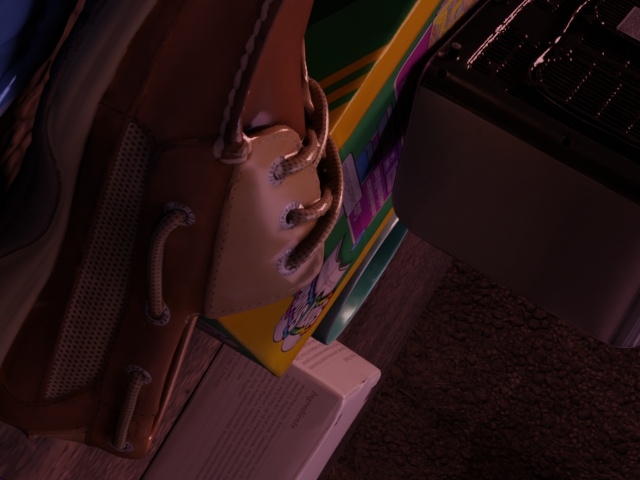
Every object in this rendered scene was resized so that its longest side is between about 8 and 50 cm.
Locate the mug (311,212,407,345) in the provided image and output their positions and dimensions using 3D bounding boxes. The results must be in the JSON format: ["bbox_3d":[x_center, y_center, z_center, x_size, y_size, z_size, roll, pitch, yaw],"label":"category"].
[{"bbox_3d":[-0.004,0.004,1.259,0.129,0.097,0.157,-53,172,-30],"label":"mug"}]

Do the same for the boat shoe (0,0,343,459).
[{"bbox_3d":[-0.048,-0.031,0.649,0.324,0.120,0.122,-55,-172,41],"label":"boat shoe"}]

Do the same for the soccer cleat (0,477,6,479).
[{"bbox_3d":[-0.190,0.185,0.900,0.318,0.109,0.116,107,-5,-52],"label":"soccer cleat"}]

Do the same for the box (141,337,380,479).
[{"bbox_3d":[-0.051,0.171,1.540,0.182,0.119,0.181,-59,171,9],"label":"box"}]

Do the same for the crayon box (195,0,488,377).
[{"bbox_3d":[0.008,-0.092,0.938,0.313,0.106,0.363,-55,171,-6],"label":"crayon box"}]

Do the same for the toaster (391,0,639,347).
[{"bbox_3d":[0.150,-0.053,0.890,0.168,0.186,0.110,-48,163,-45],"label":"toaster"}]

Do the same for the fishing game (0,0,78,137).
[{"bbox_3d":[-0.120,-0.065,0.516,0.189,0.041,0.264,-53,179,-26],"label":"fishing game"}]
